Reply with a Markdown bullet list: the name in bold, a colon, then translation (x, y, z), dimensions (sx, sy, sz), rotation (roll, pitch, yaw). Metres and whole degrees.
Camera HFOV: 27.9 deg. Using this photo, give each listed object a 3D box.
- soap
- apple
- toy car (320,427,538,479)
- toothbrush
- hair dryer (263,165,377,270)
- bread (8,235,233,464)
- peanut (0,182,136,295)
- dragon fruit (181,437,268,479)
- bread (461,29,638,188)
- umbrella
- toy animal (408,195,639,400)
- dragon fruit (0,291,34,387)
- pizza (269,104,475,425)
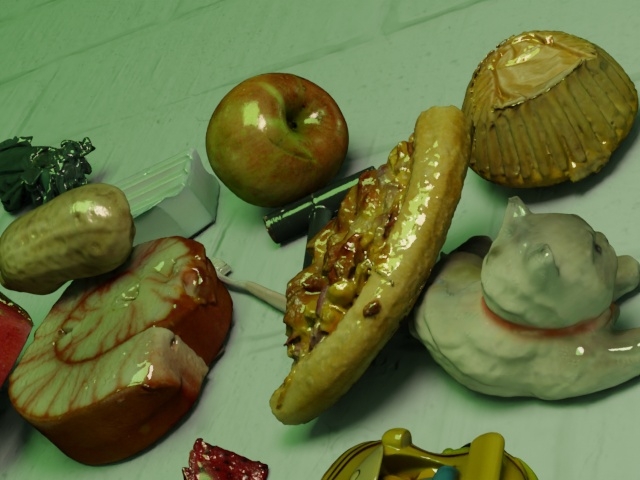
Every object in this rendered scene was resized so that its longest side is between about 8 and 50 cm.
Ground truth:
- **soap**: translation (-0.278, -0.034, 1.974), dimensions (0.230, 0.091, 0.145), rotation (-24, 31, 18)
- **apple**: translation (-0.066, -0.139, 1.828), dimensions (0.196, 0.196, 0.196), rotation (-24, 34, 17)
- **toy car**: translation (0.087, 0.260, 1.209), dimensions (0.248, 0.142, 0.200), rotation (-14, 37, 26)
- **toothbrush**: translation (-0.079, 0.066, 1.722), dimensions (0.029, 0.025, 0.307), rotation (-39, 31, -21)
- **hair dryer**: translation (0.013, -0.003, 1.716), dimensions (0.173, 0.050, 0.195), rotation (-27, 37, 14)
- **bread**: translation (-0.267, 0.140, 1.715), dimensions (0.295, 0.114, 0.328), rotation (-17, 37, 31)
- **peanut**: translation (-0.352, 0.007, 1.762), dimensions (0.253, 0.137, 0.122), rotation (-23, 72, 23)
- **dragon fruit**: translation (-0.125, 0.285, 1.444), dimensions (0.097, 0.063, 0.131), rotation (-13, 38, 31)
- **bread**: translation (0.272, -0.167, 1.601), dimensions (0.240, 0.139, 0.240), rotation (-24, 30, 15)
- **umbrella**: translation (-0.525, -0.119, 2.303), dimensions (0.349, 0.094, 0.143), rotation (3, 54, 47)
- **toy animal**: translation (0.195, 0.038, 1.378), dimensions (0.266, 0.188, 0.308), rotation (-35, 35, 18)
- **dragon fruit**: translation (-0.552, 0.180, 1.795), dimensions (0.290, 0.189, 0.290), rotation (-52, 14, 18)
- **pizza**: translation (0.055, 0.025, 1.491), dimensions (0.409, 0.114, 0.278), rotation (-57, 14, 3)
